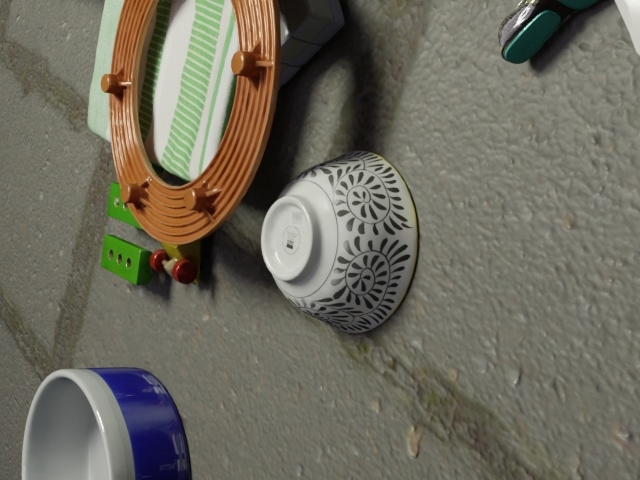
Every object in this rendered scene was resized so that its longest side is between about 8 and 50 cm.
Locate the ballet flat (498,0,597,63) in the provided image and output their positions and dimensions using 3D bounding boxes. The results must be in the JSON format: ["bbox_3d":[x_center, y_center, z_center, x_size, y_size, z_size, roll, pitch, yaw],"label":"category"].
[{"bbox_3d":[0.168,-0.175,0.630,0.114,0.041,0.041,-41,58,41],"label":"ballet flat"}]

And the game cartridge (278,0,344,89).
[{"bbox_3d":[-0.091,-0.316,0.941,0.230,0.068,0.355,-33,63,41],"label":"game cartridge"}]

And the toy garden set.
[{"bbox_3d":[-0.185,-0.067,1.052,0.204,0.049,0.244,17,100,52],"label":"toy garden set"}]

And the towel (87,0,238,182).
[{"bbox_3d":[-0.169,-0.204,0.958,0.325,0.038,0.248,27,110,48],"label":"towel"}]

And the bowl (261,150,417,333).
[{"bbox_3d":[0.000,0.000,0.792,0.170,0.080,0.170,-3,86,50],"label":"bowl"}]

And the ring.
[{"bbox_3d":[-0.145,-0.163,0.873,0.336,0.032,0.336,-3,86,52],"label":"ring"}]

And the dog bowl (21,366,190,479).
[{"bbox_3d":[-0.270,0.289,1.087,0.265,0.104,0.265,-4,85,50],"label":"dog bowl"}]

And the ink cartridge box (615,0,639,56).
[{"bbox_3d":[0.292,-0.249,0.415,0.353,0.119,0.207,-36,61,43],"label":"ink cartridge box"}]
